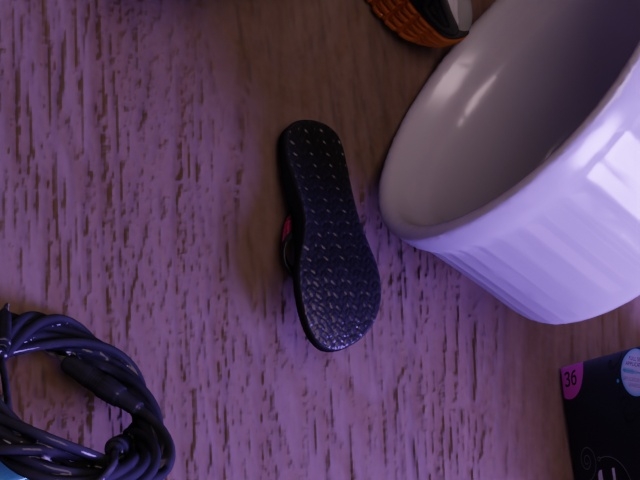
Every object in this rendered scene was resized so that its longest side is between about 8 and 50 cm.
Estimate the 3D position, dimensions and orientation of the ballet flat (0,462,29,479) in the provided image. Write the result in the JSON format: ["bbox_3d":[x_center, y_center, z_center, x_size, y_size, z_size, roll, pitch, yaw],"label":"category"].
[{"bbox_3d":[-0.261,0.159,1.211,0.247,0.083,0.087,-26,82,-29],"label":"ballet flat"}]

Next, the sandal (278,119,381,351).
[{"bbox_3d":[0.000,0.000,1.408,0.067,0.040,0.179,8,60,-30],"label":"sandal"}]

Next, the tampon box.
[{"bbox_3d":[0.257,0.159,1.444,0.101,0.120,0.161,-2,78,-27],"label":"tampon box"}]

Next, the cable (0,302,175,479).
[{"bbox_3d":[-0.160,0.108,1.243,0.150,0.184,0.047,26,109,-31],"label":"cable"}]

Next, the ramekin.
[{"bbox_3d":[0.182,-0.074,1.384,0.135,0.277,0.277,40,63,-21],"label":"ramekin"}]

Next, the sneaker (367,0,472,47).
[{"bbox_3d":[0.074,-0.275,1.477,0.121,0.099,0.262,-19,87,-33],"label":"sneaker"}]
